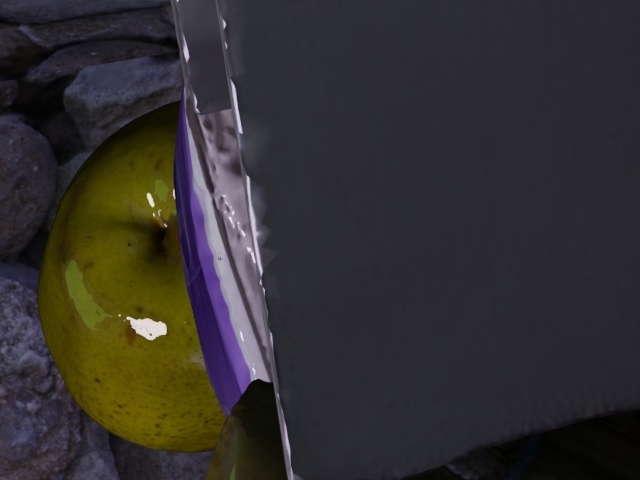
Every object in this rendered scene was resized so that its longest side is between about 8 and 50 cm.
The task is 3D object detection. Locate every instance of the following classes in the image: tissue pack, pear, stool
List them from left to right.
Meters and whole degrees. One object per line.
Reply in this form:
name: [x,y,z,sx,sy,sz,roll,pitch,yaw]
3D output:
pear: [-0.084,0.026,1.525,0.294,0.294,0.294,170,90,-84]
tissue pack: [0.000,0.000,1.150,0.338,0.160,0.242,136,123,-84]
stool: [0.036,-0.115,0.554,0.243,0.170,0.269,-108,9,-56]

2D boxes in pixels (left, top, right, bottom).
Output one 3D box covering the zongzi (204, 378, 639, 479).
zongzi: [0.116,0.136,0.621,0.251,0.274,0.125,-2,-67,-65]
